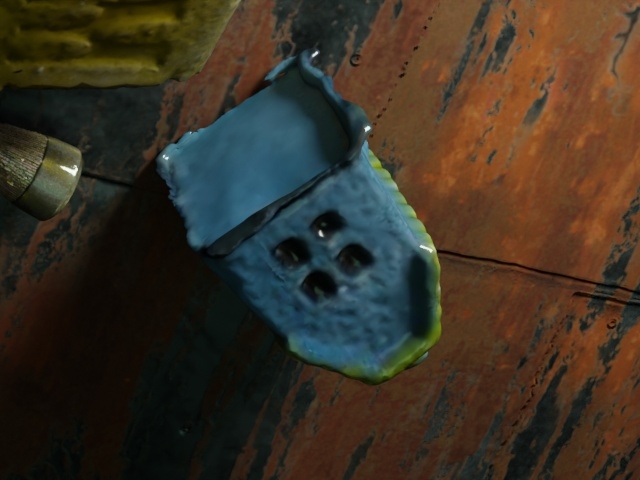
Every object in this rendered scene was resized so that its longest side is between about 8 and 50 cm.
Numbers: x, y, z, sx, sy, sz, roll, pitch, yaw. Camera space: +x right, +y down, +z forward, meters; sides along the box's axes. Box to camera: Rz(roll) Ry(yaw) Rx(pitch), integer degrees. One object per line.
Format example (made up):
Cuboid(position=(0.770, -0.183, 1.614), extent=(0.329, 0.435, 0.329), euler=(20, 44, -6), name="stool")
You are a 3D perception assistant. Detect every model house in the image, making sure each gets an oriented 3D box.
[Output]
Cuboid(position=(0.000, 0.000, 1.869), extent=(0.215, 0.237, 0.303), euler=(-33, 124, 2), name="model house")

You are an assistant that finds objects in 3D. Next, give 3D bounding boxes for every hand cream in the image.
Cuboid(position=(-0.341, -0.095, 1.798), extent=(0.203, 0.084, 0.084), euler=(27, 108, -25), name="hand cream")

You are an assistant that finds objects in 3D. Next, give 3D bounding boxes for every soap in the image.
Cuboid(position=(-0.195, -0.289, 1.608), extent=(0.293, 0.156, 0.335), euler=(0, 144, -31), name="soap")
